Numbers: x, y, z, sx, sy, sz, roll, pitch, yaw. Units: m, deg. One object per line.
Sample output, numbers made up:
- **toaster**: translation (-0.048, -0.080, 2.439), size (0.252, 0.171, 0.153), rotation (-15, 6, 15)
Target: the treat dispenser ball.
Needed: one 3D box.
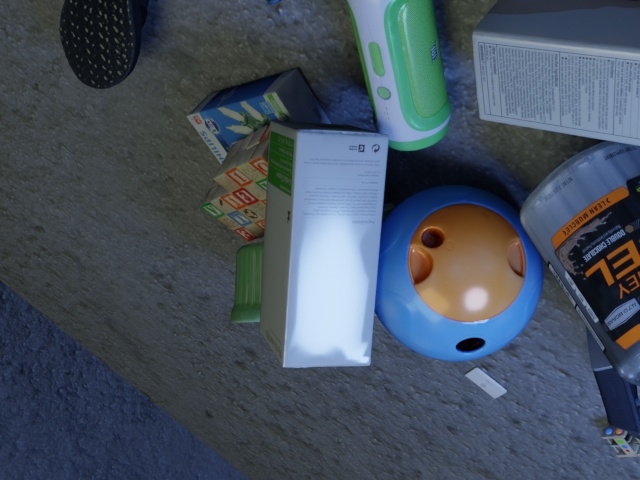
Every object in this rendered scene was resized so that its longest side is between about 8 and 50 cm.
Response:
- **treat dispenser ball**: translation (0.218, 0.052, 1.364), size (0.288, 0.288, 0.288), rotation (24, 143, 20)

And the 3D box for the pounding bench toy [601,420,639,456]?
- **pounding bench toy**: translation (0.594, 0.373, 1.593), size (0.065, 0.052, 0.083), rotation (49, 144, -14)

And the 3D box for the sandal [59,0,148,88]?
- **sandal**: translation (-0.364, -0.463, 1.497), size (0.167, 0.107, 0.446), rotation (33, 133, 10)

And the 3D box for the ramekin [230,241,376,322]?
- **ramekin**: translation (-0.027, 0.080, 1.622), size (0.303, 0.303, 0.148), rotation (-9, 82, 47)

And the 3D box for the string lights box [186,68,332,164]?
- **string lights box**: translation (-0.116, -0.222, 1.545), size (0.259, 0.077, 0.133), rotation (-5, 129, 45)

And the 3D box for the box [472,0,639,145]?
- **box**: translation (0.365, -0.220, 1.068), size (0.311, 0.121, 0.148), rotation (16, 140, 29)

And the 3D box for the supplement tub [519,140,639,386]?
- **supplement tub**: translation (0.437, 0.047, 1.118), size (0.338, 0.207, 0.207), rotation (62, 153, 24)

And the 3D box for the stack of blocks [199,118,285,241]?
- **stack of blocks**: translation (-0.106, -0.102, 1.544), size (0.171, 0.087, 0.297), rotation (38, 151, -23)

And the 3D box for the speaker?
- **speaker**: translation (0.116, -0.282, 1.220), size (0.131, 0.131, 0.297), rotation (13, 138, 32)

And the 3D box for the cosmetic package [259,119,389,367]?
- **cosmetic package**: translation (0.000, 0.000, 1.333), size (0.197, 0.155, 0.366), rotation (-146, 59, -70)

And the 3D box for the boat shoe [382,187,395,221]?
- **boat shoe**: translation (0.016, -0.056, 1.591), size (0.285, 0.102, 0.092), rotation (-13, 90, 39)

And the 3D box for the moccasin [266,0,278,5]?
- **moccasin**: translation (-0.014, -0.439, 1.156), size (0.342, 0.138, 0.117), rotation (-19, 111, 50)

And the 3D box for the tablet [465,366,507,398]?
- **tablet**: translation (0.354, 0.306, 1.778), size (0.083, 0.006, 0.054), rotation (39, 146, 1)

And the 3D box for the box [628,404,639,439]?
- **box**: translation (0.560, 0.188, 1.301), size (0.056, 0.183, 0.231), rotation (22, 143, 21)

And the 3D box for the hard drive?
- **hard drive**: translation (0.455, 0.155, 1.297), size (0.054, 0.255, 0.172), rotation (-11, 125, 23)
